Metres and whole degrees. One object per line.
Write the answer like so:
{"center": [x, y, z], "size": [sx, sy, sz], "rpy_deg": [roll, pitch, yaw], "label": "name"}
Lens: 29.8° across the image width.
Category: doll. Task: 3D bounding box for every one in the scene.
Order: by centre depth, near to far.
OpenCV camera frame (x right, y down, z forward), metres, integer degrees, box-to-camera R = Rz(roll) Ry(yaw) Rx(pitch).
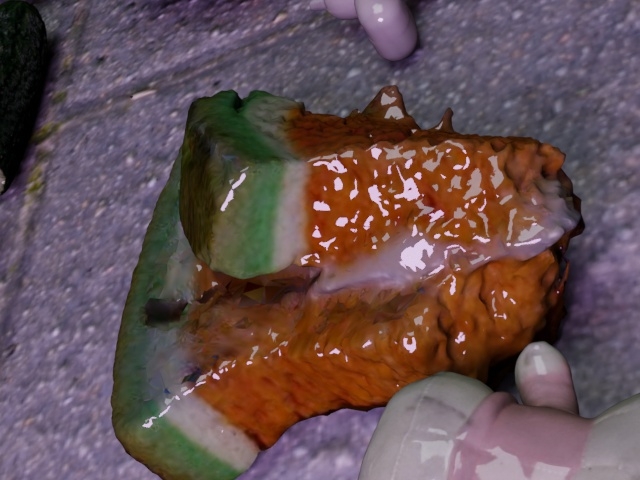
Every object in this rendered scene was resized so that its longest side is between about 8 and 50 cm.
{"center": [0.122, 0.119, 0.505], "size": [0.275, 0.113, 0.155], "rpy_deg": [4, 51, 39], "label": "doll"}
{"center": [0.066, -0.219, 0.916], "size": [0.161, 0.059, 0.160], "rpy_deg": [-41, 41, -4], "label": "doll"}

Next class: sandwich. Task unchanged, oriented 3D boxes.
{"center": [0.000, 0.000, 0.672], "size": [0.301, 0.162, 0.250], "rpy_deg": [-9, 51, 32], "label": "sandwich"}

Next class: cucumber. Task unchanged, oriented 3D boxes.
{"center": [-0.287, -0.137, 1.079], "size": [0.074, 0.074, 0.241], "rpy_deg": [-19, 40, 20], "label": "cucumber"}
